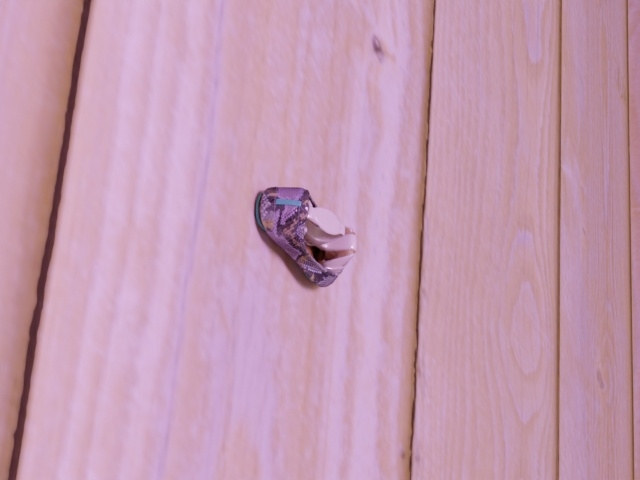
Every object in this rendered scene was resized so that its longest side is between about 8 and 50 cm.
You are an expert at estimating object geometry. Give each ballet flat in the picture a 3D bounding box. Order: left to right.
[{"bbox_3d":[0.000,0.000,0.847,0.114,0.041,0.041,45,45,-61],"label":"ballet flat"}]
